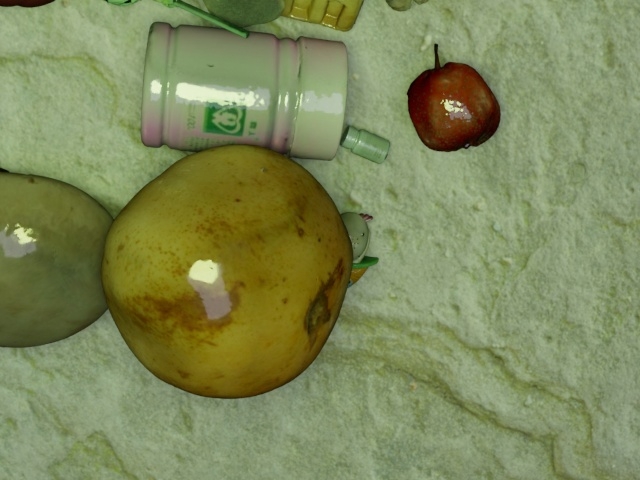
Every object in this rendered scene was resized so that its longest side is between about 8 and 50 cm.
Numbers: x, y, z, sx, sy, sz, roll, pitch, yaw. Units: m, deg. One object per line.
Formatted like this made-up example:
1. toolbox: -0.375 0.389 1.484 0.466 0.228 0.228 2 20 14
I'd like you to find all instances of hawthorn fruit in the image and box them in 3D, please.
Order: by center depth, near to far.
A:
1. hawthorn fruit: 0.226 -0.250 1.696 0.157 0.157 0.194 -20 98 -1

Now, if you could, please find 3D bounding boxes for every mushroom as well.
1. mushroom: -0.509 0.010 1.634 0.362 0.295 0.362 -5 141 -4

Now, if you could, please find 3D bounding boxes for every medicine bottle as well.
1. medicine bottle: -0.130 -0.246 1.619 0.325 0.212 0.212 4 106 -9
2. medicine bottle: 0.080 -0.174 1.751 0.083 0.047 0.047 21 103 -12

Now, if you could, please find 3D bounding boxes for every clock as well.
1. clock: 0.000 0.000 1.766 0.231 0.103 0.144 14 103 -13

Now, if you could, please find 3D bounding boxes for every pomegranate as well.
1. pomegranate: -0.153 0.043 1.539 0.416 0.417 0.417 -2 107 -6

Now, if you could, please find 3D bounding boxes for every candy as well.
1. candy: -0.246 -0.384 1.568 0.305 0.091 0.083 28 144 18

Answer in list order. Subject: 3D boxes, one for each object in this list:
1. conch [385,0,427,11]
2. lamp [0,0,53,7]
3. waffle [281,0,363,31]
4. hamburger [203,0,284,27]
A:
1. conch: 0.172 -0.486 1.620 0.178 0.163 0.245 4 139 -9
2. lamp: -0.459 -0.504 1.471 0.303 0.257 0.303 -25 137 -26
3. waffle: -0.047 -0.438 1.600 0.274 0.168 0.057 11 61 -11
4. hamburger: -0.120 -0.402 1.557 0.140 0.062 0.133 -3 147 18
